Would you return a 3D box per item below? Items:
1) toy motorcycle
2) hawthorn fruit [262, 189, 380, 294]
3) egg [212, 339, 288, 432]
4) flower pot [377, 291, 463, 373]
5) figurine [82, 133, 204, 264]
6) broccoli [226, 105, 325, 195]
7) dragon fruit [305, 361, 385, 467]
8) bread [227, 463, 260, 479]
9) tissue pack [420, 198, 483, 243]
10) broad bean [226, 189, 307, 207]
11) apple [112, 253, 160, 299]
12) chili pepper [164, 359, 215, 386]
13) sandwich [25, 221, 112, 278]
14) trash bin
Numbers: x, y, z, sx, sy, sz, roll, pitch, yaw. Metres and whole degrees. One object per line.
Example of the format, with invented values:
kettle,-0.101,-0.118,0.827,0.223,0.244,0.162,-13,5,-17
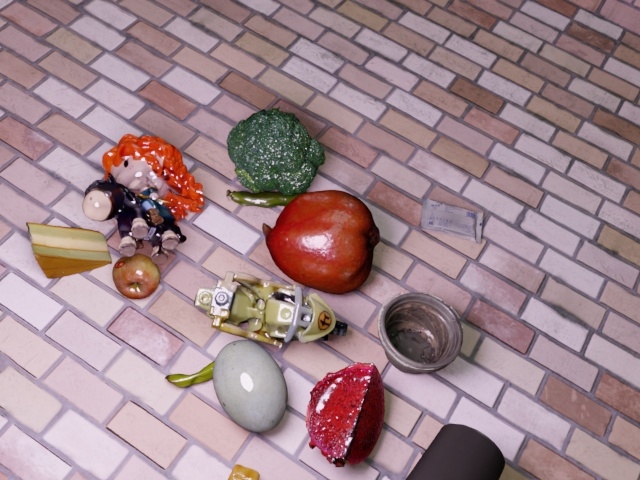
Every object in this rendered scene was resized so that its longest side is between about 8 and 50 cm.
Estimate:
toy motorcycle,-0.128,0.187,1.851,0.409,0.237,0.169,10,77,-1
hawthorn fruit,0.014,0.005,1.972,0.311,0.295,0.295,-15,60,-17
egg,-0.171,0.354,1.761,0.169,0.169,0.237,-22,70,-22
flower pot,0.250,0.262,1.909,0.235,0.141,0.236,5,56,-8
figurine,-0.482,-0.113,1.955,0.306,0.241,0.412,22,35,-4
broccoli,-0.139,-0.262,2.147,0.294,0.245,0.265,24,97,14
dragon fruit,0.067,0.439,1.765,0.189,0.163,0.262,35,57,-20
bread,-0.192,0.590,1.670,0.074,0.053,0.132,23,58,6
tissue pack,0.404,-0.063,2.220,0.192,0.026,0.123,14,55,0
broad bean,-0.154,-0.126,2.161,0.254,0.047,0.065,0,44,-8
apple,-0.486,0.095,1.915,0.125,0.126,0.102,2,37,-8
chili pepper,-0.293,0.328,1.833,0.201,0.052,0.050,-23,98,-24
sandwich,-0.668,0.010,1.929,0.187,0.144,0.117,-16,63,-18
trash bin,0.274,0.598,1.649,0.214,0.214,0.334,31,52,12
